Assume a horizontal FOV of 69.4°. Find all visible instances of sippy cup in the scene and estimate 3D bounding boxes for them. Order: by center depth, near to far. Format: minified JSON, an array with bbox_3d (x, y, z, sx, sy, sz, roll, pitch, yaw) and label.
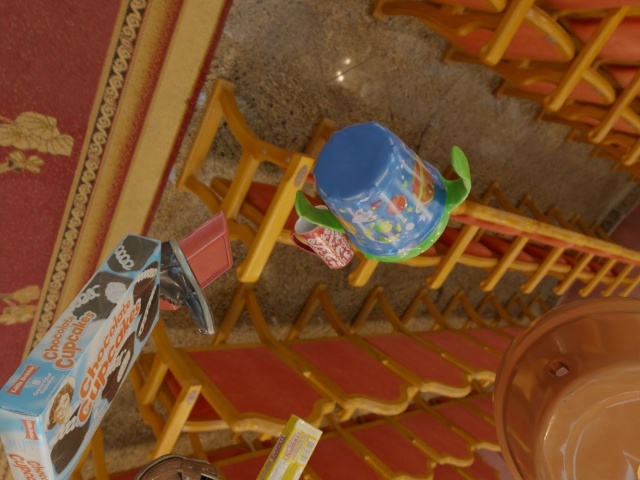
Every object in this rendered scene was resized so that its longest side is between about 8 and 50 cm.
[{"bbox_3d":[0.107,-0.101,0.889,0.305,0.240,0.224,-43,142,8],"label":"sippy cup"}]

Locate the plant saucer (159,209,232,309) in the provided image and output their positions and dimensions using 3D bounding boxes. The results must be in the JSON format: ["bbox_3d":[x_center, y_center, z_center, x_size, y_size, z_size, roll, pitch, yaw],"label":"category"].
[{"bbox_3d":[-0.335,0.071,1.242,0.259,0.048,0.258,-39,161,-24],"label":"plant saucer"}]

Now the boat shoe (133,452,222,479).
[{"bbox_3d":[-0.381,0.670,1.290,0.307,0.105,0.110,35,77,-59],"label":"boat shoe"}]

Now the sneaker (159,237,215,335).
[{"bbox_3d":[-0.312,0.117,0.978,0.118,0.222,0.083,-26,173,-13],"label":"sneaker"}]

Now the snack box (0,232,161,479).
[{"bbox_3d":[-0.315,0.155,0.652,0.060,0.322,0.187,14,126,-2],"label":"snack box"}]

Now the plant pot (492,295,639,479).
[{"bbox_3d":[0.326,0.208,0.478,0.290,0.291,0.203,-55,158,12],"label":"plant pot"}]

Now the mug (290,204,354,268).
[{"bbox_3d":[0.007,-0.007,1.360,0.113,0.150,0.169,-52,124,-19],"label":"mug"}]

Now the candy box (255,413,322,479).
[{"bbox_3d":[-0.075,0.451,0.900,0.205,0.027,0.105,-59,136,-19],"label":"candy box"}]
